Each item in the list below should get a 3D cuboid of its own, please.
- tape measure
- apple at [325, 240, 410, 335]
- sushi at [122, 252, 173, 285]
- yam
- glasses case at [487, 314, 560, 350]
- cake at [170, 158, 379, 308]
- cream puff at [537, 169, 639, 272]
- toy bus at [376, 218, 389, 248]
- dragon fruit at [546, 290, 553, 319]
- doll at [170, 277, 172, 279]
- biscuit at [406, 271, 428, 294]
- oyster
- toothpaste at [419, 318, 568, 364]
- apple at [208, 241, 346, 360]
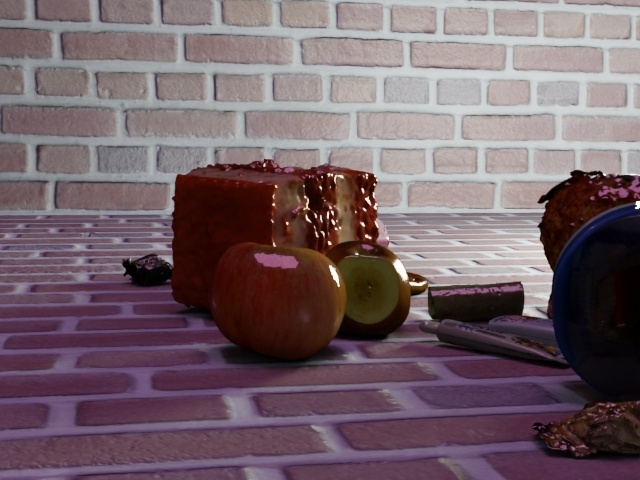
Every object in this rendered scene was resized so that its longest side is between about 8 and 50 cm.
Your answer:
[{"bbox_3d":[0.422,0.082,1.232,0.262,0.259,0.138,-1,6,21],"label":"tape measure"},{"bbox_3d":[0.067,0.077,1.606,0.146,0.147,0.163,-1,9,-10],"label":"apple"},{"bbox_3d":[-0.359,0.065,2.031,0.084,0.056,0.083,-4,16,-43],"label":"sushi"},{"bbox_3d":[0.270,0.109,1.713,0.169,0.068,0.068,-4,8,-6],"label":"yam"},{"bbox_3d":[0.343,0.144,1.514,0.178,0.045,0.067,6,9,39],"label":"glasses case"},{"bbox_3d":[-0.081,-0.005,1.767,0.269,0.270,0.319,7,11,38],"label":"cake"},{"bbox_3d":[0.545,0.024,1.730,0.350,0.229,0.350,16,-16,5],"label":"cream puff"},{"bbox_3d":[0.000,0.000,2.088,0.302,0.127,0.147,1,35,-38],"label":"toy bus"},{"bbox_3d":[0.419,0.118,1.591,0.094,0.094,0.190,1,19,4],"label":"dragon fruit"},{"bbox_3d":[-0.206,0.044,2.109,0.183,0.085,0.217,4,26,29],"label":"doll"},{"bbox_3d":[0.120,0.083,2.002,0.212,0.036,0.212,2,7,0],"label":"biscuit"},{"bbox_3d":[0.320,0.201,1.067,0.177,0.056,0.105,-2,-1,12],"label":"oyster"},{"bbox_3d":[0.264,0.154,1.486,0.255,0.037,0.067,11,8,36],"label":"toothpaste"},{"bbox_3d":[-0.061,0.090,1.449,0.209,0.164,0.209,7,-3,0],"label":"apple"}]
